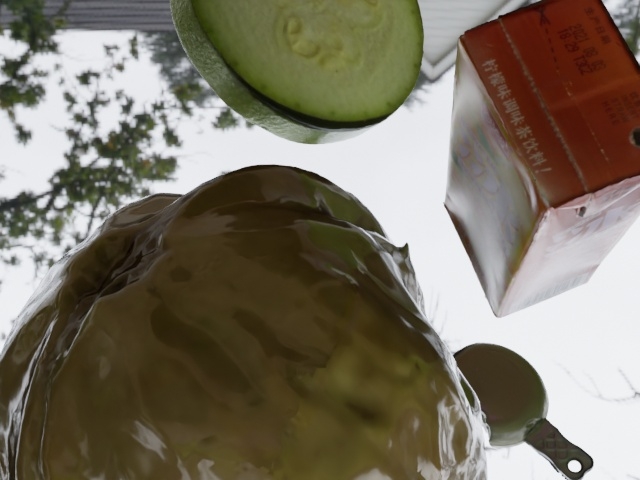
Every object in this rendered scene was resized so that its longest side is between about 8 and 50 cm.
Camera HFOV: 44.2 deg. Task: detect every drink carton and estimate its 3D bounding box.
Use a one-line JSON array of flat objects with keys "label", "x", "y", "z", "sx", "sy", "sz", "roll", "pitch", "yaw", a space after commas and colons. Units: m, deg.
[{"label": "drink carton", "x": 0.120, "y": -0.032, "z": 0.442, "sx": 0.070, "sy": 0.223, "sz": 0.096, "roll": -22, "pitch": -108, "yaw": 1}]

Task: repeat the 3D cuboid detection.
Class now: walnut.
[{"label": "walnut", "x": -0.055, "y": 0.136, "z": 0.593, "sx": 0.383, "sy": 0.384, "sz": 0.384, "roll": 2, "pitch": -150, "yaw": -1}]

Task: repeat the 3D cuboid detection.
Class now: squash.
[{"label": "squash", "x": -0.014, "y": -0.207, "z": 0.730, "sx": 0.252, "sy": 0.252, "sz": 0.049, "roll": -22, "pitch": 175, "yaw": -36}]

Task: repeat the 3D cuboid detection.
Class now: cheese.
[{"label": "cheese", "x": 0.323, "y": 0.287, "z": 1.302, "sx": 0.163, "sy": 0.082, "sz": 0.286, "roll": -36, "pitch": -130, "yaw": -12}]

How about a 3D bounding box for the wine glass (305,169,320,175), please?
[{"label": "wine glass", "x": 0.000, "y": 0.000, "z": 0.836, "sx": 0.073, "sy": 0.073, "sz": 0.155, "roll": -11, "pitch": -132, "yaw": -22}]
